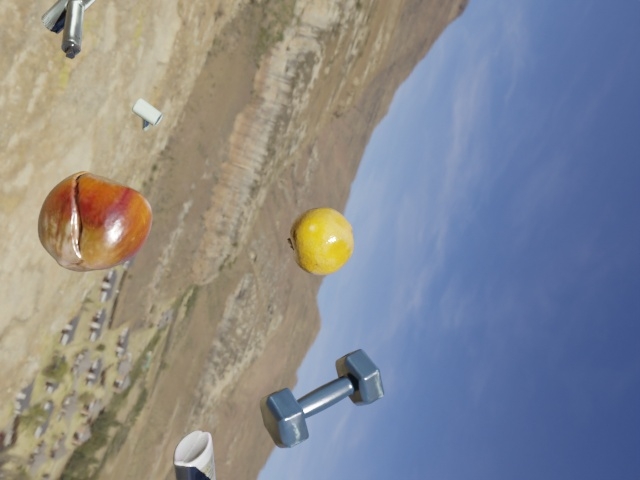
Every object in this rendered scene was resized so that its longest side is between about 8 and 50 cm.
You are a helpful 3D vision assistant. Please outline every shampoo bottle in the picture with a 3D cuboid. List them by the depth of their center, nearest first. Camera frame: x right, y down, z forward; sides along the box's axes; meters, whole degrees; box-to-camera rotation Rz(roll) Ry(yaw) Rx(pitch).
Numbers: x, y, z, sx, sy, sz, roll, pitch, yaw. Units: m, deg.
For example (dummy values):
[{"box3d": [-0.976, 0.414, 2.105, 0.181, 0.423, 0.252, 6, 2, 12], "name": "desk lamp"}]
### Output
[{"box3d": [-0.205, 0.434, 1.020, 0.086, 0.055, 0.228, -54, 147, -64], "name": "shampoo bottle"}]

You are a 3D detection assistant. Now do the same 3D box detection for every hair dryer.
[{"box3d": [-0.406, -0.279, 1.429, 0.038, 0.063, 0.124, -56, -175, -22], "name": "hair dryer"}, {"box3d": [-0.582, -0.603, 1.592, 0.320, 0.284, 0.155, -39, 153, 18], "name": "hair dryer"}]

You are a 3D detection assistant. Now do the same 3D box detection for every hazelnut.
[{"box3d": [-0.752, -0.055, 2.057, 0.315, 0.372, 0.373, 83, 19, -53], "name": "hazelnut"}]

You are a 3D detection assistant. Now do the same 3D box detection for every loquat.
[{"box3d": [0.000, 0.000, 1.847, 0.208, 0.207, 0.208, -161, -90, -87], "name": "loquat"}]

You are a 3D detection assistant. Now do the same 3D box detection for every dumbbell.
[{"box3d": [0.005, 0.405, 1.573, 0.143, 0.316, 0.157, 18, -55, 57], "name": "dumbbell"}]
